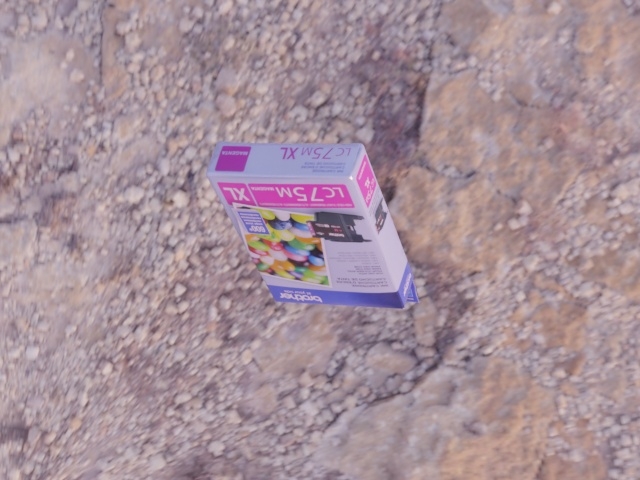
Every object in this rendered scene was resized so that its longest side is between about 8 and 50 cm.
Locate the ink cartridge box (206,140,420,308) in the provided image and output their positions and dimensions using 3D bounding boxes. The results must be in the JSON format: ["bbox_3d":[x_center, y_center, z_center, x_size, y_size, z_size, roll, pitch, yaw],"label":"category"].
[{"bbox_3d":[0.000,0.000,1.462,0.186,0.311,0.065,2,56,23],"label":"ink cartridge box"}]
